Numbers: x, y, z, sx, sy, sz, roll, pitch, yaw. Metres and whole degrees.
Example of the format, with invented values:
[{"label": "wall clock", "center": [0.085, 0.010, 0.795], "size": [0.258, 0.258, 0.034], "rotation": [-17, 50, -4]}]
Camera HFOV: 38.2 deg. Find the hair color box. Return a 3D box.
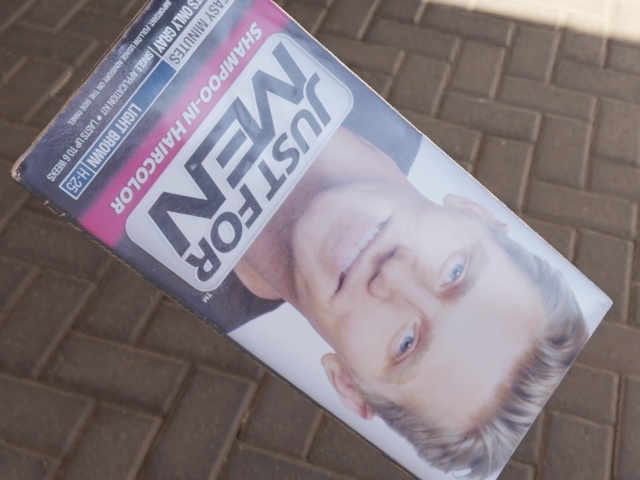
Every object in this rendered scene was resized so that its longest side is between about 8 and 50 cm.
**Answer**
[{"label": "hair color box", "center": [0.000, 0.000, 0.587], "size": [0.347, 0.105, 0.174], "rotation": [39, 81, -16]}]
